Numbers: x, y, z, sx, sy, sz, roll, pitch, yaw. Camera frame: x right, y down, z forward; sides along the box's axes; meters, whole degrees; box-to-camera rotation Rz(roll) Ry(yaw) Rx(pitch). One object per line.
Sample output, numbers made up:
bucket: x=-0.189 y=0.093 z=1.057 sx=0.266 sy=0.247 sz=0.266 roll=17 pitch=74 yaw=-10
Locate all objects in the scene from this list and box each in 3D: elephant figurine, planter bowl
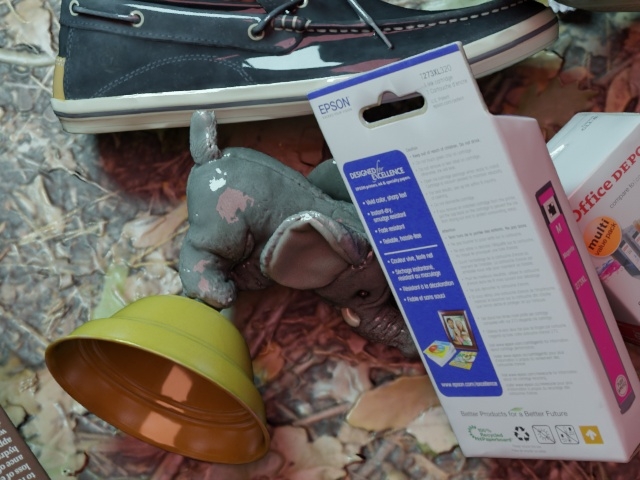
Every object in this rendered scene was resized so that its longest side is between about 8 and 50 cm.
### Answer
elephant figurine: x=0.000 y=0.000 z=0.989 sx=0.239 sy=0.186 sz=0.169 roll=6 pitch=71 yaw=11
planter bowl: x=-0.131 y=0.112 z=0.963 sx=0.217 sy=0.217 sz=0.090 roll=18 pitch=58 yaw=9

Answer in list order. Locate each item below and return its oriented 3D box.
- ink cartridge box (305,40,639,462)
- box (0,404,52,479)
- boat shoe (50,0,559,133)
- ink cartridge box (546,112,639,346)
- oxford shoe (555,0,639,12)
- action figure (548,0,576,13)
ink cartridge box: x=0.133 y=0.017 z=0.891 sx=0.069 sy=0.176 sz=0.371 roll=-38 pitch=108 yaw=-39
box: x=-0.357 y=0.236 z=0.936 sx=0.191 sy=0.143 sz=0.381 roll=-26 pitch=69 yaw=-39
boat shoe: x=-0.025 y=-0.202 z=1.020 sx=0.500 sy=0.187 sz=0.156 roll=-4 pitch=101 yaw=9
ink cartridge box: x=0.268 y=-0.011 z=0.949 sx=0.128 sy=0.127 sz=0.176 roll=-46 pitch=105 yaw=-5
oxford shoe: x=0.261 y=-0.258 z=0.956 sx=0.397 sy=0.140 sz=0.146 roll=-1 pitch=34 yaw=-31
action figure: x=0.172 y=-0.404 z=1.086 sx=0.370 sy=0.248 sz=0.275 roll=-2 pitch=49 yaw=6
